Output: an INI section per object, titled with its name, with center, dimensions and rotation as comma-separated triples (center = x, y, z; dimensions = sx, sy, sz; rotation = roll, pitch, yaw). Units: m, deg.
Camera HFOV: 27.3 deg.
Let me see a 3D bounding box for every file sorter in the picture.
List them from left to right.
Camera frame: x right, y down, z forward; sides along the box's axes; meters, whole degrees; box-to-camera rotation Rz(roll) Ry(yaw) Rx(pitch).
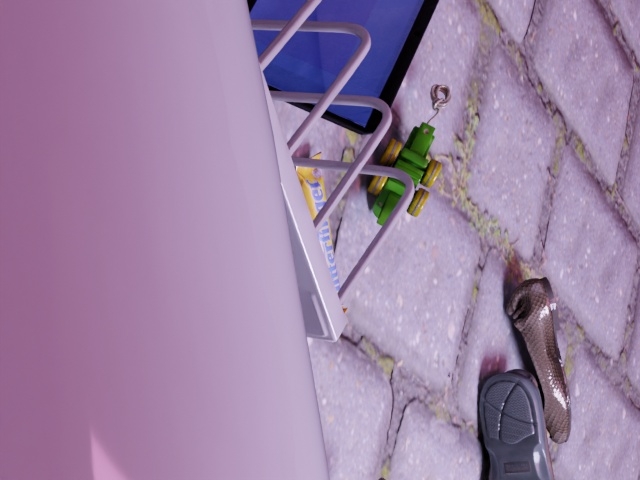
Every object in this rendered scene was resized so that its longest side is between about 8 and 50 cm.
[file sorter]
center = -0.069, -0.102, 0.888
dimensions = 0.173, 0.193, 0.278
rotation = -56, 141, -38

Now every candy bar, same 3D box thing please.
[candy bar]
center = 0.000, 0.000, 1.201
dimensions = 0.040, 0.018, 0.161
rotation = -34, 119, -53

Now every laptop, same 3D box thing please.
[laptop]
center = -0.023, -0.252, 1.032
dimensions = 0.264, 0.136, 0.234
rotation = 59, 44, -42

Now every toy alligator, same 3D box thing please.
[toy alligator]
center = 0.088, -0.076, 1.314
dimensions = 0.190, 0.056, 0.051
rotation = -65, -176, -34

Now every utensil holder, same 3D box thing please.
[utensil holder]
center = -0.166, 0.043, 0.584
dimensions = 0.327, 0.327, 0.385
rotation = 8, 70, -58

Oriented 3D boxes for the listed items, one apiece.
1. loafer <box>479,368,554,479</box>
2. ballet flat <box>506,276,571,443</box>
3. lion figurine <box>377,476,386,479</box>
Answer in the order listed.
[loafer]
center = 0.241, 0.283, 1.549
dimensions = 0.084, 0.096, 0.267
rotation = -11, 100, -64
[ballet flat]
center = 0.270, 0.153, 1.626
dimensions = 0.084, 0.058, 0.250
rotation = -105, -179, -56
[lion figurine]
center = 0.031, 0.427, 1.152
dimensions = 0.240, 0.142, 0.392
rotation = -15, 75, -23
